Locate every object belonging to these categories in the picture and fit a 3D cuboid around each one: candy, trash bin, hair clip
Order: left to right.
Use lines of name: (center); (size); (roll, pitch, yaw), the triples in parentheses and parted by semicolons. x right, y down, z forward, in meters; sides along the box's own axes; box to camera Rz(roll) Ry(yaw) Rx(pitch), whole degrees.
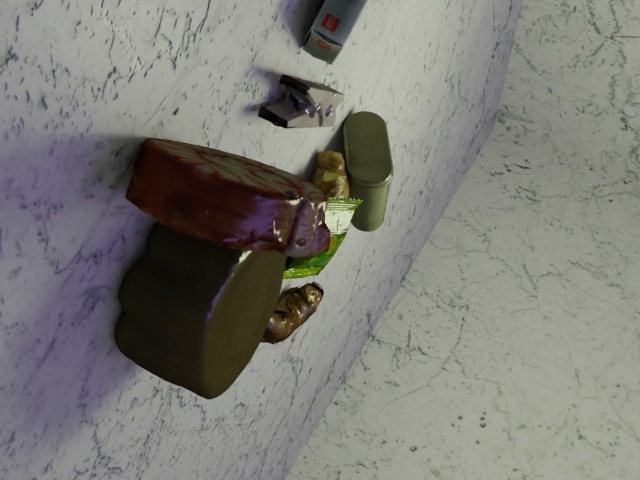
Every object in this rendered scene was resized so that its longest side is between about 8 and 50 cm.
hair clip: (-0.030, -0.298, 1.727); (0.101, 0.085, 0.331); (-68, 169, 14)
candy: (0.000, 0.000, 1.939); (0.149, 0.069, 0.247); (0, 122, -48)
trash bin: (0.124, -0.180, 2.164); (0.247, 0.121, 0.244); (88, -3, -58)

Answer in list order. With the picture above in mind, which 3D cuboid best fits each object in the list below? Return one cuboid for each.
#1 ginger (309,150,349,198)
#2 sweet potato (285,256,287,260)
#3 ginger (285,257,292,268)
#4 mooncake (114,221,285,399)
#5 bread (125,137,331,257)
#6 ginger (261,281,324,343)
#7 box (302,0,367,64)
ginger: (0.022, -0.139, 2.029); (0.157, 0.102, 0.216); (90, 1, -49)
sweet potato: (-0.133, 0.077, 1.903); (0.274, 0.067, 0.067); (-55, 165, 14)
ginger: (-0.073, -0.039, 1.958); (0.166, 0.080, 0.333); (-51, 153, -43)
mooncake: (-0.220, 0.100, 1.526); (0.378, 0.200, 0.379); (22, 90, -76)
bread: (-0.153, -0.073, 1.300); (0.327, 0.295, 0.114); (4, 110, -53)
ginger: (-0.101, 0.201, 2.146); (0.309, 0.107, 0.133); (-30, 155, -56)
box: (0.059, -0.506, 1.655); (0.270, 0.079, 0.135); (-63, -173, -8)
